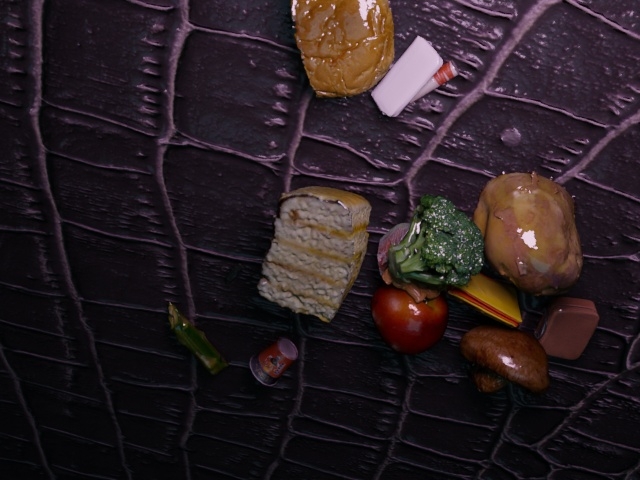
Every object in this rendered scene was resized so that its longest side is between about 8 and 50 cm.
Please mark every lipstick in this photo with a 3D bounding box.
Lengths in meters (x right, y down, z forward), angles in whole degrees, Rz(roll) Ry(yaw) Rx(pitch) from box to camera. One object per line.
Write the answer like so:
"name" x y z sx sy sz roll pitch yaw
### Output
"lipstick" 0.261 -0.374 1.348 0.130 0.038 0.038 -28 116 26

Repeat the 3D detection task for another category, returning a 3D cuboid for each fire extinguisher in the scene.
"fire extinguisher" -0.277 0.103 1.787 0.083 0.025 0.038 -48 69 32

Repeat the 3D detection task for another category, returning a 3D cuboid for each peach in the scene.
"peach" 0.253 0.225 1.675 0.243 0.200 0.244 11 129 14

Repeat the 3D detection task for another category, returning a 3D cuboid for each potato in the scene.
"potato" 0.531 0.008 1.449 0.288 0.237 0.301 19 126 -4

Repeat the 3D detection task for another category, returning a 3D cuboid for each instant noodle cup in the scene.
"instant noodle cup" -0.150 0.401 1.924 0.127 0.127 0.135 38 114 -17

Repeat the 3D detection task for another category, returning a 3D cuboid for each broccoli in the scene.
"broccoli" 0.292 0.011 1.472 0.245 0.265 0.294 -23 164 -6

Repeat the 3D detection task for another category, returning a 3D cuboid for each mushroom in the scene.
"mushroom" 0.545 0.356 1.714 0.263 0.195 0.283 27 152 -16

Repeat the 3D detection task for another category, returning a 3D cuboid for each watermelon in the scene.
"watermelon" 0.207 0.018 1.610 0.081 0.094 0.180 23 108 -2

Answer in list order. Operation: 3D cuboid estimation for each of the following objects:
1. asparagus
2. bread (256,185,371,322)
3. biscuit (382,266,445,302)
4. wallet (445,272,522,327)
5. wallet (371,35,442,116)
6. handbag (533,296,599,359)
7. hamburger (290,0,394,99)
"asparagus" -0.425 0.349 1.953 0.082 0.085 0.343 -4 130 42
"bread" 0.003 -0.009 1.529 0.239 0.264 0.396 21 126 9
"biscuit" 0.287 0.101 1.614 0.250 0.163 0.035 0 146 -28
"wallet" 0.454 0.145 1.614 0.241 0.141 0.067 28 129 -13
"wallet" 0.198 -0.377 1.337 0.190 0.033 0.095 -48 64 31
"handbag" 0.724 0.258 1.696 0.151 0.072 0.194 12 127 2
"hamburger" 0.060 -0.456 1.270 0.210 0.133 0.309 -2 123 14
